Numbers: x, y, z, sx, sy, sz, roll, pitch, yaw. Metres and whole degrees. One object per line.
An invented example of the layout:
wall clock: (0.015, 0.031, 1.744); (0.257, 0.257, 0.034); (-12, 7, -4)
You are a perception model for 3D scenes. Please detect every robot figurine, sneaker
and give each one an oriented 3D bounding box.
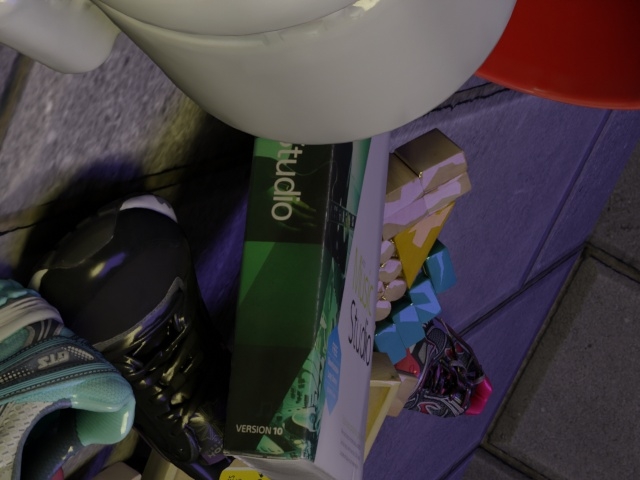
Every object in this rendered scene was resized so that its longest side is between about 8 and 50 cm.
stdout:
robot figurine: (-0.017, -0.161, 0.705); (0.300, 0.199, 0.353); (-31, 165, 3)
sneaker: (0.141, 0.156, 1.959); (0.120, 0.112, 0.299); (-61, 164, 4)
sneaker: (-0.090, 0.070, 1.005); (0.107, 0.124, 0.283); (-40, 160, -10)
sneaker: (-0.204, 0.143, 0.820); (0.283, 0.122, 0.110); (-52, 162, -28)

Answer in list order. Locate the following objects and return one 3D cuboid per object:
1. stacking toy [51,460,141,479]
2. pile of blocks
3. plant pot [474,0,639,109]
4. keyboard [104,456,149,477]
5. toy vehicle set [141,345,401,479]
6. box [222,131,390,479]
stacking toy: (-0.197, 0.300, 1.085); (0.309, 0.130, 0.279); (-63, 160, 13)
pile of blocks: (0.009, 0.061, 1.333); (0.149, 0.112, 0.362); (20, 108, -39)
plant pot: (0.161, -0.253, 1.035); (0.275, 0.275, 0.243); (67, 45, -71)
keyboard: (-0.188, 0.255, 1.266); (0.180, 0.023, 0.108); (-64, 164, 11)
toy vehicle set: (-0.059, 0.197, 1.276); (0.166, 0.035, 0.266); (5, 124, -28)
box: (0.000, 0.000, 1.077); (0.232, 0.059, 0.322); (57, 36, -73)
